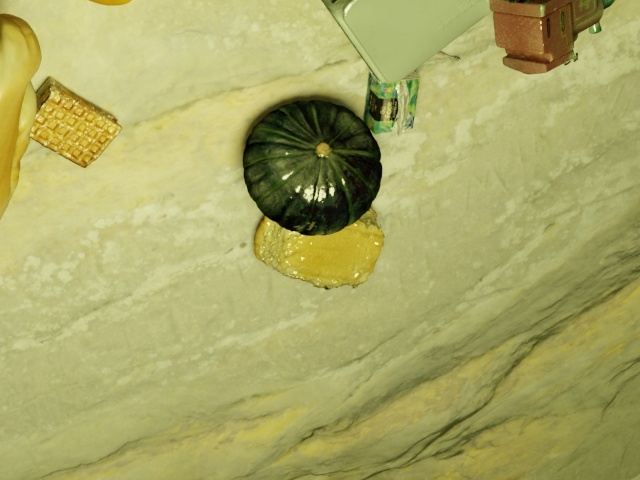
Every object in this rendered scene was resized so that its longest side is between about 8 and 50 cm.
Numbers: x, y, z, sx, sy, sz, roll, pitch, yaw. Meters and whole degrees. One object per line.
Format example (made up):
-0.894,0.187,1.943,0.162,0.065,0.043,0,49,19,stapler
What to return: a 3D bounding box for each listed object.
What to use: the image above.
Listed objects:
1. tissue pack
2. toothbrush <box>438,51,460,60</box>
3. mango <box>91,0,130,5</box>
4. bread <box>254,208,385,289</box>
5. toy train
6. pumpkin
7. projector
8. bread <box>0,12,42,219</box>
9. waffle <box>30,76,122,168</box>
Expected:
0.134,-0.251,2.098,0.085,0.079,0.111,-10,129,-20,tissue pack
0.219,-0.343,2.116,0.097,0.008,0.006,12,106,-32,toothbrush
-0.355,-0.421,1.702,0.141,0.102,0.217,-37,131,14,mango
0.000,0.000,2.205,0.245,0.121,0.174,11,105,-27,bread
0.417,-0.435,1.987,0.304,0.150,0.221,-31,123,-33,toy train
-0.019,-0.127,2.046,0.250,0.216,0.250,2,86,-26,pumpkin
0.148,-0.416,1.957,0.250,0.108,0.198,-37,134,6,projector
-0.546,-0.138,1.677,0.245,0.329,0.424,8,116,-32,bread
-0.413,-0.191,1.897,0.148,0.042,0.102,31,107,-40,waffle
